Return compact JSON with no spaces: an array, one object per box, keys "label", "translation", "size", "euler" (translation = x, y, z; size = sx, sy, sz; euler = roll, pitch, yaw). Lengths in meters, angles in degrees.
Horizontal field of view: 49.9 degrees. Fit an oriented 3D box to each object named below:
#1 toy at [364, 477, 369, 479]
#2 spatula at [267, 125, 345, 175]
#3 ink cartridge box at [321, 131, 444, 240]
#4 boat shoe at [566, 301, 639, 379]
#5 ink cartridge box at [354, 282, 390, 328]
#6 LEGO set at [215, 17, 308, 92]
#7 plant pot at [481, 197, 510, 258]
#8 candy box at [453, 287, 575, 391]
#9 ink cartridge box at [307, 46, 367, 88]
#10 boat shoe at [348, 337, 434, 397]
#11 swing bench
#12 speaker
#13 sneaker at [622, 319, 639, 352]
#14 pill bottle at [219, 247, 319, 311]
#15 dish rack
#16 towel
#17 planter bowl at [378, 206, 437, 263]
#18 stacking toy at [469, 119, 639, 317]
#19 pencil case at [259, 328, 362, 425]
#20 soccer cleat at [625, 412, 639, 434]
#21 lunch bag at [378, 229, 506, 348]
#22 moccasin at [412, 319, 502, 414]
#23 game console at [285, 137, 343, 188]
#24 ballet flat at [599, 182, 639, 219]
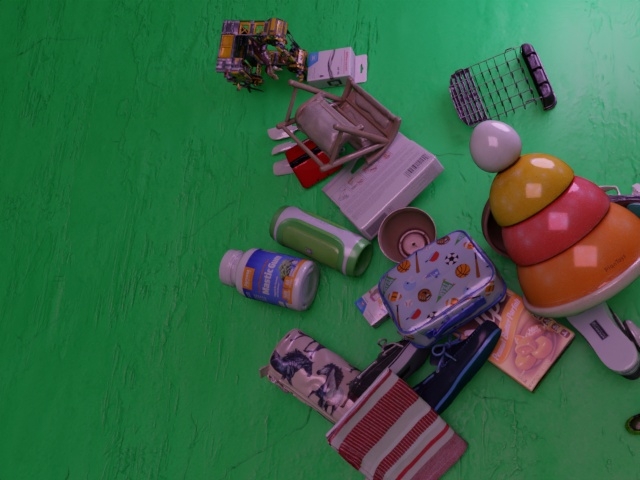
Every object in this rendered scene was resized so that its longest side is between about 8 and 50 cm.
[{"label":"toy","translation":[0.155,0.680,1.780],"size":[0.137,0.056,0.237],"euler":[25,84,25]},{"label":"spatula","translation":[-0.044,-0.306,2.172],"size":[0.242,0.019,0.168],"euler":[-13,69,12]},{"label":"ink cartridge box","translation":[0.177,-0.177,2.025],"size":[0.296,0.066,0.261],"euler":[-44,40,3]},{"label":"boat shoe","translation":[0.694,0.213,1.702],"size":[0.108,0.102,0.301],"euler":[-38,44,14]},{"label":"ink cartridge box","translation":[0.171,0.174,1.928],"size":[0.122,0.052,0.088],"euler":[-39,65,4]},{"label":"LEGO set","translation":[-0.180,-0.541,2.134],"size":[0.255,0.331,0.192],"euler":[7,84,8]},{"label":"plant pot","translation":[0.529,-0.076,1.815],"size":[0.237,0.237,0.109],"euler":[-34,25,7]},{"label":"candy box","translation":[0.470,0.226,1.783],"size":[0.316,0.087,0.183],"euler":[36,88,25]},{"label":"ink cartridge box","translation":[0.053,-0.549,2.183],"size":[0.180,0.060,0.104],"euler":[-4,72,19]},{"label":"boat shoe","translation":[0.193,0.310,1.794],"size":[0.105,0.113,0.306],"euler":[28,55,31]},{"label":"swing bench","translation":[0.053,-0.346,2.021],"size":[0.253,0.255,0.165],"euler":[48,135,34]},{"label":"speaker","translation":[0.000,0.000,2.001],"size":[0.297,0.131,0.131],"euler":[25,84,25]},{"label":"sneaker","translation":[0.802,0.252,1.680],"size":[0.061,0.053,0.152],"euler":[-34,72,-2]},{"label":"pill bottle","translation":[-0.154,0.106,2.011],"size":[0.272,0.152,0.152],"euler":[12,79,22]},{"label":"dish rack","translation":[0.515,-0.437,1.979],"size":[0.272,0.074,0.208],"euler":[-20,67,15]},{"label":"towel","translation":[0.194,0.498,1.695],"size":[0.237,0.329,0.037],"euler":[-47,21,-7]},{"label":"planter bowl","translation":[0.252,0.000,1.919],"size":[0.162,0.109,0.162],"euler":[-6,72,18]},{"label":"stacking toy","translation":[0.524,-0.090,1.625],"size":[0.351,0.350,0.479],"euler":[-36,98,7]},{"label":"pencil case","translation":[0.039,0.413,1.840],"size":[0.410,0.159,0.183],"euler":[32,60,25]},{"label":"soccer cleat","translation":[0.805,0.410,1.615],"size":[0.179,0.072,0.060],"euler":[-29,67,10]},{"label":"lunch bag","translation":[0.303,0.130,1.752],"size":[0.303,0.115,0.243],"euler":[-36,43,9]},{"label":"moccasin","translation":[0.317,0.317,1.729],"size":[0.117,0.138,0.342],"euler":[46,119,26]},{"label":"game console","translation":[-0.021,-0.253,2.131],"size":[0.144,0.085,0.124],"euler":[-30,39,6]},{"label":"ballet flat","translation":[0.782,-0.100,1.770],"size":[0.281,0.095,0.096],"euler":[5,64,21]}]
